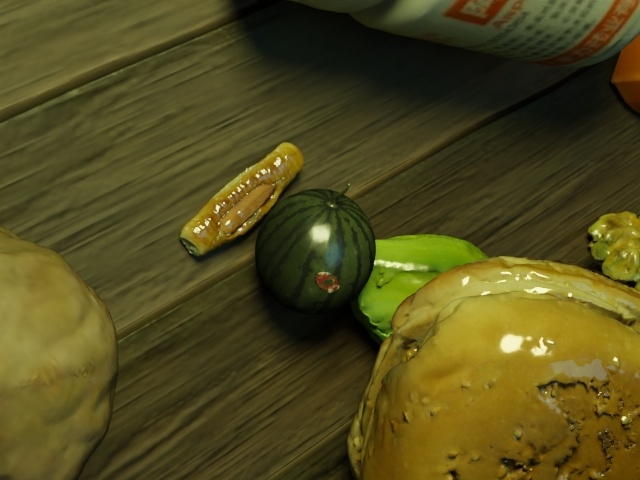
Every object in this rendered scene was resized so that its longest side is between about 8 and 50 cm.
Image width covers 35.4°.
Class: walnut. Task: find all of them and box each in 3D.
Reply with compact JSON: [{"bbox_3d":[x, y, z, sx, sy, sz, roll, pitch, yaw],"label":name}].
[{"bbox_3d":[-0.259,0.076,0.603,0.273,0.273,0.227,40,73,-31],"label":"walnut"}]

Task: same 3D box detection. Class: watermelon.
[{"bbox_3d":[0.000,0.000,0.864,0.105,0.105,0.133,-4,132,-35],"label":"watermelon"}]

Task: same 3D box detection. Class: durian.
[{"bbox_3d":[0.126,0.074,0.977,0.139,0.101,0.250,-43,127,19],"label":"durian"}]

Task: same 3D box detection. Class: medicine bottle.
[{"bbox_3d":[0.115,-0.275,0.862,0.371,0.211,0.211,3,93,-36],"label":"medicine bottle"}]

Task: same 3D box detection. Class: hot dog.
[{"bbox_3d":[-0.063,-0.034,0.874,0.137,0.028,0.044,-42,123,-26],"label":"hot dog"}]

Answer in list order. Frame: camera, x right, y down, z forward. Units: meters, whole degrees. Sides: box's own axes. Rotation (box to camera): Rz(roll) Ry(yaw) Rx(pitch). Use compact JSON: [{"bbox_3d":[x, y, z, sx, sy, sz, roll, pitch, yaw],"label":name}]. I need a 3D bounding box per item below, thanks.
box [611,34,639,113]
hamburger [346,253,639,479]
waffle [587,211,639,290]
[{"bbox_3d":[0.497,-0.294,1.119,0.143,0.225,0.341,29,78,-35],"label":"box"},{"bbox_3d":[0.182,0.167,0.870,0.284,0.174,0.304,9,120,-10],"label":"hamburger"},{"bbox_3d":[0.407,0.041,1.096,0.219,0.229,0.057,0,123,-33],"label":"waffle"}]
